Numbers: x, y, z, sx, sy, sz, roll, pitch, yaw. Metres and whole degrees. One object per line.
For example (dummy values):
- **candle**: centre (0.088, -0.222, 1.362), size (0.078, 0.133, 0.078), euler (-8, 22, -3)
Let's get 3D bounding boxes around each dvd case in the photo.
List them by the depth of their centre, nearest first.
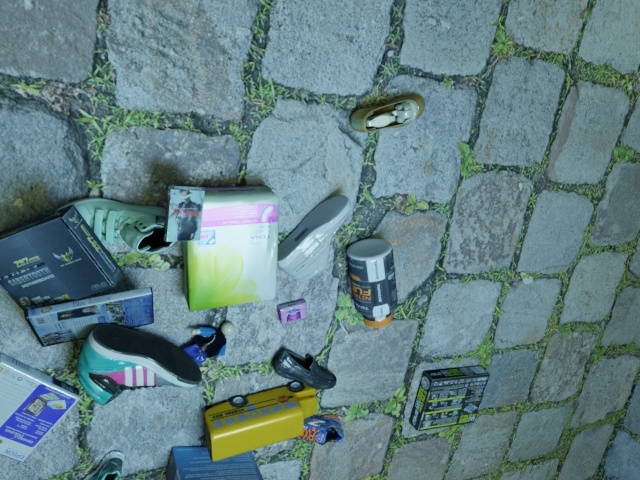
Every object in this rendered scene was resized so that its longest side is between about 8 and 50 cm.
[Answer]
- **dvd case**: centre (-0.293, -0.058, 1.087), size (0.087, 0.013, 0.120), euler (-2, 101, -49)
- **dvd case**: centre (-0.509, 0.174, 1.141), size (0.253, 0.022, 0.180), euler (-10, 153, -23)

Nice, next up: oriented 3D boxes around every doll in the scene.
- **doll**: centre (-0.308, 0.278, 1.329), size (0.189, 0.046, 0.129), euler (-34, 122, -10)

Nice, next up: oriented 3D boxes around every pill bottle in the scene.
- **pill bottle**: centre (0.153, 0.128, 1.446), size (0.130, 0.130, 0.246), euler (-19, 117, -18)

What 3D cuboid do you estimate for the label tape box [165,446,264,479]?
- **label tape box**: centre (-0.264, 0.703, 1.352), size (0.240, 0.333, 0.106), euler (12, 104, -29)

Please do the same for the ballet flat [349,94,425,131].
- **ballet flat**: centre (0.190, -0.323, 1.316), size (0.232, 0.073, 0.080), euler (-20, 118, -18)

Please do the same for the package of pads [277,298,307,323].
- **package of pads**: centre (-0.078, 0.199, 1.419), size (0.083, 0.032, 0.050), euler (-13, 114, -21)

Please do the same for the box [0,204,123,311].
- **box**: centre (-0.563, 0.046, 1.046), size (0.232, 0.059, 0.183), euler (-17, 120, 12)

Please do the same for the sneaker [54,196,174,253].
- **sneaker**: centre (-0.437, -0.028, 1.079), size (0.255, 0.151, 0.094), euler (-2, 111, -25)

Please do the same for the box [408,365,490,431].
- **box**: centre (0.466, 0.567, 1.819), size (0.270, 0.060, 0.216), euler (2, 110, -26)

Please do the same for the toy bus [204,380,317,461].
- **toy bus**: centre (-0.161, 0.509, 1.444), size (0.332, 0.130, 0.108), euler (-8, 113, -23)

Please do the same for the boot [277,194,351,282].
- **boot**: centre (0.000, 0.000, 1.353), size (0.258, 0.095, 0.123), euler (-41, 128, 4)

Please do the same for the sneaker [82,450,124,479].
- **sneaker**: centre (-0.577, 0.639, 1.324), size (0.065, 0.076, 0.166), euler (34, 93, -32)

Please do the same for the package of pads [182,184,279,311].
- **package of pads**: centre (-0.217, 0.015, 1.236), size (0.229, 0.101, 0.297), euler (-5, 112, -23)

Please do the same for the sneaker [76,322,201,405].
- **sneaker**: centre (-0.453, 0.327, 1.217), size (0.295, 0.124, 0.178), euler (33, 110, -31)

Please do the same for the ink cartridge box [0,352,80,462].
- **ink cartridge box**: centre (-0.717, 0.393, 1.173), size (0.208, 0.045, 0.206), euler (-49, 123, -3)

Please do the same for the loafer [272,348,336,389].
- **loafer**: centre (-0.036, 0.380, 1.486), size (0.223, 0.076, 0.078), euler (27, 105, -28)

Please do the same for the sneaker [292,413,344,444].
- **sneaker**: centre (-0.018, 0.592, 1.574), size (0.221, 0.087, 0.083), euler (7, 106, -28)
